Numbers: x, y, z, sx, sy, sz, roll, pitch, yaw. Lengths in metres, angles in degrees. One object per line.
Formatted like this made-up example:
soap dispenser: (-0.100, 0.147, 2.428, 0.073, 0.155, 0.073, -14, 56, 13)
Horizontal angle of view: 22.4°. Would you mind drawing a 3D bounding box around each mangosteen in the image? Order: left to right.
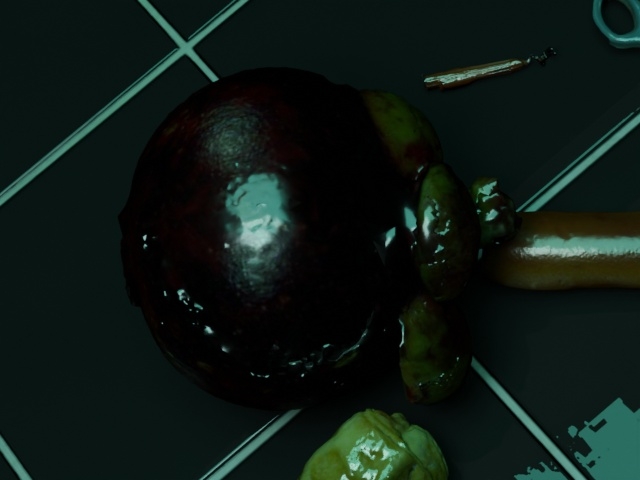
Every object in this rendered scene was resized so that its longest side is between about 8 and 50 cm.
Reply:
mangosteen: (-0.015, 0.012, 1.803, 0.421, 0.381, 0.381, 16, 69, -16)

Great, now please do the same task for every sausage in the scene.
sausage: (0.329, 0.011, 1.848, 0.300, 0.083, 0.089, -2, 53, 14)

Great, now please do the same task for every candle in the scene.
candle: (0.211, -0.212, 2.013, 0.167, 0.021, 0.026, -12, 91, 9)

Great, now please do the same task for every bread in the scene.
bread: (0.029, 0.308, 1.780, 0.152, 0.130, 0.267, 40, 80, -14)

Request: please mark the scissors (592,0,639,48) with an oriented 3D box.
scissors: (0.432, -0.210, 1.937, 0.138, 0.041, 0.289, -20, 63, -2)
